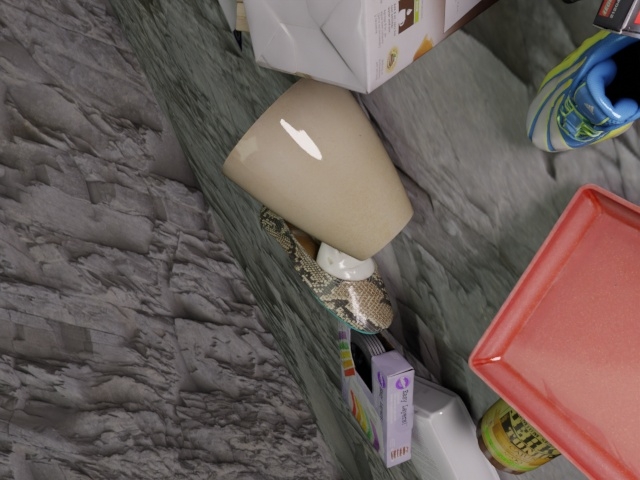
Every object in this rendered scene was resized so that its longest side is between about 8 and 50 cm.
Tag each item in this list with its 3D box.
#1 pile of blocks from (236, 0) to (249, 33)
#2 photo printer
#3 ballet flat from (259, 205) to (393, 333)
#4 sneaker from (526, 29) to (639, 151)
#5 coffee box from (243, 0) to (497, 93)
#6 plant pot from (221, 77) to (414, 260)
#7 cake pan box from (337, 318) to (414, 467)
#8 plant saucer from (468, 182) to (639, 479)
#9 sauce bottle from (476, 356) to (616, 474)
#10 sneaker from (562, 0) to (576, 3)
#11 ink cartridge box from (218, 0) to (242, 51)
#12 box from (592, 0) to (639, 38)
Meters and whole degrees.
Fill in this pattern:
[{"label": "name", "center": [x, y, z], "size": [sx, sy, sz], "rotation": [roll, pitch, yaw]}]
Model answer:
[{"label": "pile of blocks", "center": [-0.065, -0.410, 0.649], "size": [0.362, 0.112, 0.149], "rotation": [84, -164, -73]}, {"label": "photo printer", "center": [0.276, 0.472, 1.124], "size": [0.308, 0.107, 0.256], "rotation": [64, 161, -7]}, {"label": "ballet flat", "center": [0.000, 0.000, 1.129], "size": [0.483, 0.163, 0.182], "rotation": [47, 140, 39]}, {"label": "sneaker", "center": [0.232, -0.130, 0.418], "size": [0.091, 0.126, 0.240], "rotation": [58, 159, 8]}, {"label": "coffee box", "center": [0.063, -0.246, 0.463], "size": [0.141, 0.246, 0.098], "rotation": [28, 145, 33]}, {"label": "plant pot", "center": [0.021, -0.106, 0.842], "size": [0.274, 0.256, 0.256], "rotation": [45, 160, -5]}, {"label": "cake pan box", "center": [0.119, 0.317, 1.102], "size": [0.246, 0.070, 0.267], "rotation": [-136, 37, -55]}, {"label": "plant saucer", "center": [0.316, 0.114, 0.501], "size": [0.258, 0.047, 0.259], "rotation": [44, 118, 39]}, {"label": "sauce bottle", "center": [0.323, 0.226, 0.680], "size": [0.111, 0.111, 0.345], "rotation": [50, 151, 28]}, {"label": "sneaker", "center": [0.186, -0.285, 0.410], "size": [0.188, 0.067, 0.078], "rotation": [59, 154, -4]}, {"label": "ink cartridge box", "center": [-0.153, -0.487, 0.770], "size": [0.371, 0.069, 0.176], "rotation": [72, -166, -73]}, {"label": "box", "center": [0.238, -0.201, 0.242], "size": [0.036, 0.113, 0.207], "rotation": [-89, 8, -59]}]
